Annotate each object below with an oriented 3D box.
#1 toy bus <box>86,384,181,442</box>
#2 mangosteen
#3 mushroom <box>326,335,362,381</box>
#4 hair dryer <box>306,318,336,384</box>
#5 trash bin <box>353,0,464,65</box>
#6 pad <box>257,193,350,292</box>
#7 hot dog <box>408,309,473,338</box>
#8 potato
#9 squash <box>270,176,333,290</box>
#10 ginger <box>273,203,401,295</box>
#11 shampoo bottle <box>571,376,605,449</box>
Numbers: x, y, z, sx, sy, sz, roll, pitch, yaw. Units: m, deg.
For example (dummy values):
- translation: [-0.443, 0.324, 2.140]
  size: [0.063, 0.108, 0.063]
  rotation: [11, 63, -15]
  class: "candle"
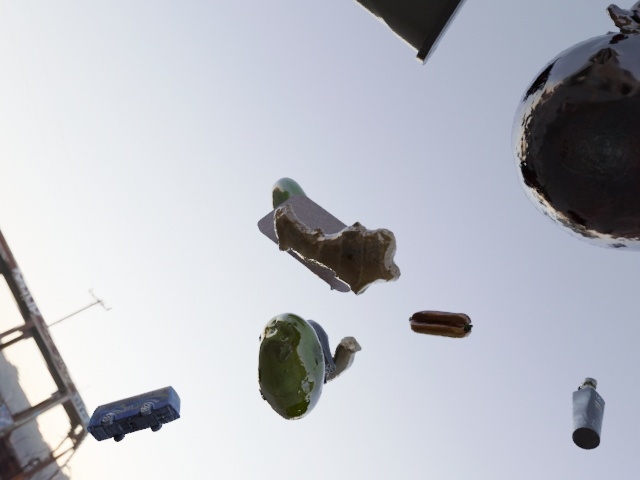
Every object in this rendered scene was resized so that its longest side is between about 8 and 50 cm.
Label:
- translation: [-0.487, 0.459, 1.517]
  size: [0.094, 0.236, 0.079]
  rotation: [-96, 169, -61]
  class: "toy bus"
- translation: [0.401, -0.157, 0.715]
  size: [0.306, 0.306, 0.360]
  rotation: [33, -38, 36]
  class: "mangosteen"
- translation: [0.045, 0.375, 1.782]
  size: [0.278, 0.099, 0.096]
  rotation: [132, -30, -54]
  class: "mushroom"
- translation: [0.006, 0.358, 1.679]
  size: [0.196, 0.075, 0.219]
  rotation: [-121, -163, -52]
  class: "hair dryer"
- translation: [0.170, -0.512, 1.125]
  size: [0.250, 0.219, 0.220]
  rotation: [36, -58, 4]
  class: "trash bin"
- translation: [0.000, 0.000, 1.307]
  size: [0.266, 0.176, 0.002]
  rotation: [37, -41, 15]
  class: "pad"
- translation: [0.324, 0.226, 1.542]
  size: [0.188, 0.072, 0.055]
  rotation: [2, -33, 34]
  class: "hot dog"
- translation: [-0.069, 0.273, 1.251]
  size: [0.186, 0.148, 0.254]
  rotation: [-137, -139, -63]
  class: "potato"
- translation: [-0.042, -0.032, 1.438]
  size: [0.107, 0.107, 0.395]
  rotation: [100, -30, -43]
  class: "squash"
- translation: [0.019, 0.002, 1.071]
  size: [0.294, 0.086, 0.131]
  rotation: [28, -70, 31]
  class: "ginger"
- translation: [0.586, 0.372, 1.265]
  size: [0.063, 0.207, 0.057]
  rotation: [-29, -85, 33]
  class: "shampoo bottle"
